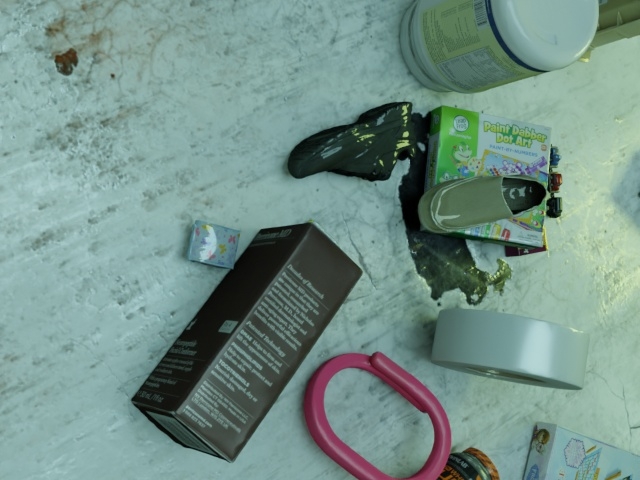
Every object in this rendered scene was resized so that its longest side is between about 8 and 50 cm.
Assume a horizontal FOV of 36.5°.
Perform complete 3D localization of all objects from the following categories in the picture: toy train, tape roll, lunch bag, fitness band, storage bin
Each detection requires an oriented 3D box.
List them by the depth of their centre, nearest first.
[{"bbox_3d":[-0.184,0.007,1.627,0.083,0.053,0.071,14,82,-39],"label":"lunch bag"},{"bbox_3d":[0.103,0.326,1.742,0.290,0.054,0.209,39,64,-8],"label":"fitness band"},{"bbox_3d":[0.348,0.202,1.796,0.286,0.286,0.100,16,79,-29],"label":"tape roll"},{"bbox_3d":[0.635,-0.523,2.021,0.123,0.262,0.261,23,76,-26],"label":"storage bin"},{"bbox_3d":[0.491,-0.126,2.041,0.027,0.036,0.158,-2,88,-31],"label":"toy train"}]

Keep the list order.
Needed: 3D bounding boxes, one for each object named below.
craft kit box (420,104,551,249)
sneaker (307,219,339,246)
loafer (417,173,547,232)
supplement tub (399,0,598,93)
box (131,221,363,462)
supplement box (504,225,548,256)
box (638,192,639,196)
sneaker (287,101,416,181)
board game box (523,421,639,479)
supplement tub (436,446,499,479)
[{"bbox_3d":[0.328,-0.122,1.909,0.249,0.061,0.247,8,80,-18],"label":"craft kit box"},{"bbox_3d":[0.000,0.000,1.752,0.083,0.031,0.035,45,80,-16],"label":"sneaker"},{"bbox_3d":[0.310,-0.080,1.821,0.268,0.092,0.102,-15,89,-19],"label":"loafer"},{"bbox_3d":[0.319,-0.401,1.789,0.235,0.324,0.236,2,86,-30],"label":"supplement tub"},{"bbox_3d":[-0.117,0.157,1.577,0.143,0.191,0.381,46,66,-20],"label":"box"},{"bbox_3d":[0.420,0.001,1.987,0.083,0.043,0.055,-10,92,-30],"label":"supplement box"},{"bbox_3d":[0.832,-0.113,2.208,0.158,0.093,0.156,44,67,-22],"label":"box"},{"bbox_3d":[0.071,-0.157,1.761,0.286,0.109,0.130,-25,106,-27],"label":"sneaker"},{"bbox_3d":[0.545,0.571,2.012,0.317,0.066,0.319,24,76,-27],"label":"board game box"},{"bbox_3d":[0.237,0.474,1.808,0.190,0.117,0.117,-30,102,-29],"label":"supplement tub"}]
